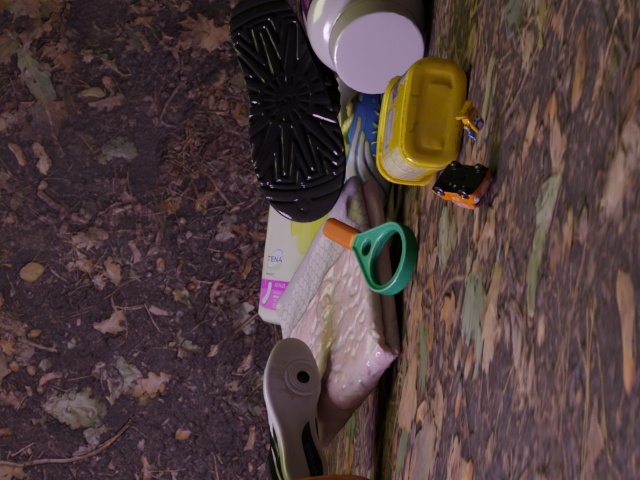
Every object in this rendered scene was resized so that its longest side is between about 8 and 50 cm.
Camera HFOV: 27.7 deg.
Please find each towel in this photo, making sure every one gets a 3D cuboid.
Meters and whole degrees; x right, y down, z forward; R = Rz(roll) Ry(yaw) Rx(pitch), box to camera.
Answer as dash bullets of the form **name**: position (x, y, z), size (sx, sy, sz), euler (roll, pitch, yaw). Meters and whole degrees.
- **towel**: position (0.013, 0.122, 1.837), size (0.332, 0.053, 0.317), euler (121, 153, -45)

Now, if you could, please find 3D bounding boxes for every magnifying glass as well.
- **magnifying glass**: position (0.060, 0.008, 1.690), size (0.231, 0.026, 0.092), euler (29, 102, 64)

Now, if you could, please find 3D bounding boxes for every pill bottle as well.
- **pill bottle**: position (0.054, -0.334, 1.840), size (0.301, 0.169, 0.169), euler (-104, 19, -53)

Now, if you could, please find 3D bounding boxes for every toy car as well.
- **toy car**: position (0.146, -0.076, 1.187), size (0.040, 0.060, 0.122), euler (47, -129, -32)

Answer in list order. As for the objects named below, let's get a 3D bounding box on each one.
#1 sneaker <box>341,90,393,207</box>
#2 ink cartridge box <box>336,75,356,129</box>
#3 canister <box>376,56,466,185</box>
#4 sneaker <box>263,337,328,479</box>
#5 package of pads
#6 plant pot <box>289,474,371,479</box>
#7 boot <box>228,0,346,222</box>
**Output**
- **sneaker**: position (0.077, -0.164, 1.944), size (0.126, 0.091, 0.240), euler (111, 163, -50)
- **ink cartridge box**: position (0.051, -0.085, 2.331), size (0.324, 0.071, 0.330), euler (109, 158, -74)
- **canister**: position (0.110, -0.129, 1.434), size (0.170, 0.073, 0.126), euler (158, 119, -85)
- **sneaker**: position (-0.047, 0.250, 1.745), size (0.121, 0.079, 0.217), euler (120, 148, -58)
- **package of pads**: position (0.000, 0.000, 2.111), size (0.229, 0.101, 0.297), euler (5, 88, 59)
- **plant pot**: position (-0.015, 0.411, 1.613), size (0.205, 0.205, 0.188), euler (104, 156, -65)
- **boot**: position (-0.032, -0.181, 1.928), size (0.260, 0.131, 0.348), euler (53, -154, -79)
